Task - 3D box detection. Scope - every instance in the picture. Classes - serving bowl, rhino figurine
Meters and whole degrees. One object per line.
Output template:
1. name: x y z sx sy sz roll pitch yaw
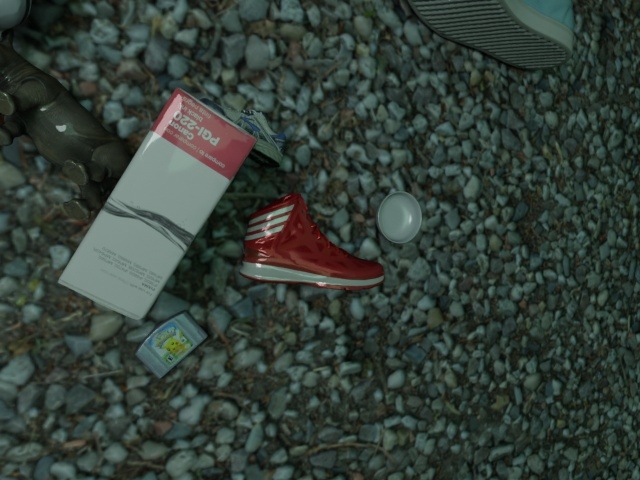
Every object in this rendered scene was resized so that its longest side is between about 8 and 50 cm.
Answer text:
1. serving bowl: 0.122 -0.038 0.717 0.083 0.027 0.084 -2 94 -25
2. rhino figurine: -0.309 -0.142 0.481 0.073 0.106 0.243 -32 109 23

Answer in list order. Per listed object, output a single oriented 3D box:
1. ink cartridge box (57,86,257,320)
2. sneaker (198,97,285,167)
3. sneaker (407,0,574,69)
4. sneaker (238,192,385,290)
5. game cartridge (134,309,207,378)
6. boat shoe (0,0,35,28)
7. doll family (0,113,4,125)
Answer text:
1. ink cartridge box: -0.172 -0.047 0.485 0.092 0.158 0.218 30 95 -21
2. sneaker: -0.104 -0.155 0.601 0.135 0.052 0.058 31 70 -30
3. sneaker: 0.277 -0.410 0.720 0.365 0.135 0.150 12 80 -33
4. sneaker: 0.000 0.000 0.633 0.221 0.087 0.128 5 92 -26
5. game cartridge: -0.199 0.135 0.589 0.083 0.017 0.056 -42 105 -17
6. boat shoe: -0.327 -0.383 0.437 0.119 0.121 0.336 -23 106 -56
7. doll family: -0.410 -0.106 0.447 0.111 0.076 0.193 29 78 -18
